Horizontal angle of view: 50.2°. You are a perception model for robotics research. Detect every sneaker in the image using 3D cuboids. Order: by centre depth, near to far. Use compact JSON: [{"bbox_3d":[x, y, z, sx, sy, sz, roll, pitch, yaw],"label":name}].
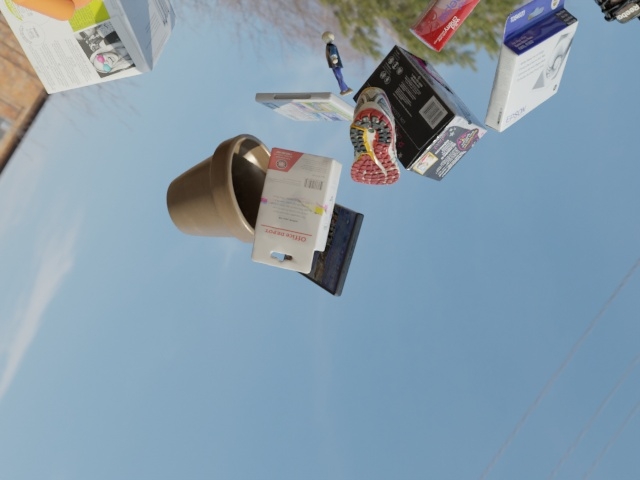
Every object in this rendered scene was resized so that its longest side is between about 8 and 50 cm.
[{"bbox_3d":[0.097,-0.170,1.171,0.088,0.225,0.093,5,-118,5],"label":"sneaker"},{"bbox_3d":[0.527,-0.467,1.223,0.097,0.276,0.135,-20,-112,56],"label":"sneaker"}]

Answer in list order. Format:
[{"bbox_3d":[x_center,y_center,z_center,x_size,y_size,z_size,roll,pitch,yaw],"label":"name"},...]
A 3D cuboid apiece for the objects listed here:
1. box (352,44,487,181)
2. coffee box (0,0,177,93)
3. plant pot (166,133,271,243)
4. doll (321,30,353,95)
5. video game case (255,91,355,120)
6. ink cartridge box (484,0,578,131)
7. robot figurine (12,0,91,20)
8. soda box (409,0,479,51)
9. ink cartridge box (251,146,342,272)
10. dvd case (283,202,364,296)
[{"bbox_3d":[0.218,-0.280,1.504,0.163,0.142,0.247,-48,-124,26],"label":"box"},{"bbox_3d":[-0.649,-0.667,1.916,0.334,0.338,0.338,-9,-140,13],"label":"coffee box"},{"bbox_3d":[-0.242,-0.108,1.666,0.229,0.263,0.263,-11,-127,26],"label":"plant pot"},{"bbox_3d":[0.044,-0.529,2.035,0.046,0.189,0.129,-21,-161,0],"label":"doll"},{"bbox_3d":[-0.022,-0.318,1.632,0.193,0.212,0.023,5,-91,24],"label":"video game case"},{"bbox_3d":[0.408,-0.348,1.302,0.045,0.224,0.223,33,-128,31],"label":"ink cartridge box"},{"bbox_3d":[-0.307,-0.312,0.702,0.128,0.219,0.158,13,-79,38],"label":"robot figurine"},{"bbox_3d":[0.334,-0.593,1.661,0.263,0.083,0.092,-51,-166,15],"label":"soda box"},{"bbox_3d":[-0.042,-0.050,1.179,0.115,0.067,0.198,13,-89,14],"label":"ink cartridge box"},{"bbox_3d":[0.000,0.000,1.503,0.253,0.022,0.181,28,-75,57],"label":"dvd case"}]
